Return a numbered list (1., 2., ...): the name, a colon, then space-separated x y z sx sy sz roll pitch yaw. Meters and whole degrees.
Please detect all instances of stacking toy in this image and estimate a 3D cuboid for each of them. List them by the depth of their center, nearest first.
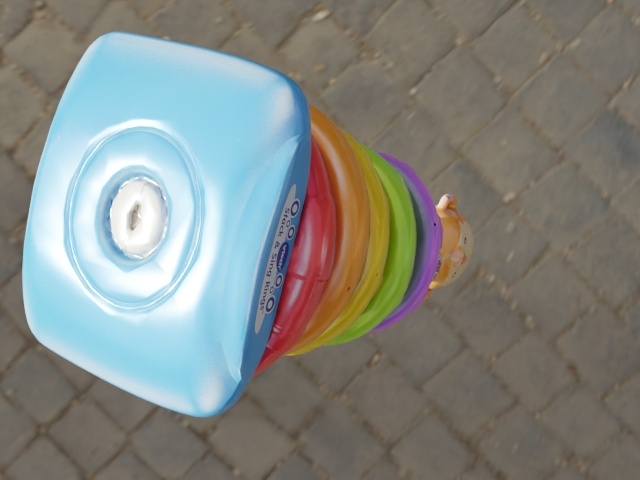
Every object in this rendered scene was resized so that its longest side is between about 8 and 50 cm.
1. stacking toy: 0.000 0.000 0.918 0.165 0.301 0.175 19 97 37
